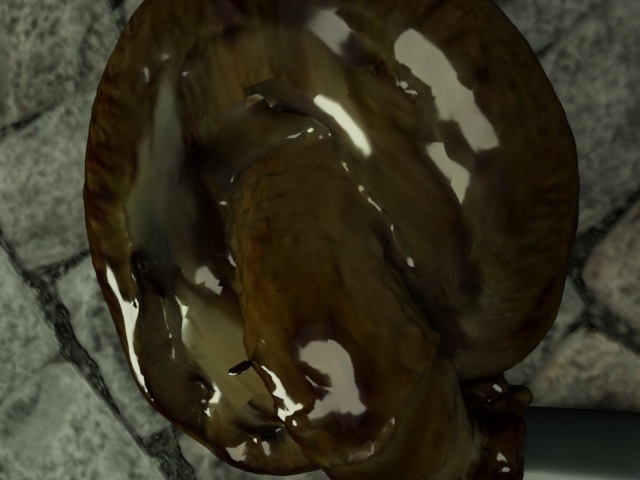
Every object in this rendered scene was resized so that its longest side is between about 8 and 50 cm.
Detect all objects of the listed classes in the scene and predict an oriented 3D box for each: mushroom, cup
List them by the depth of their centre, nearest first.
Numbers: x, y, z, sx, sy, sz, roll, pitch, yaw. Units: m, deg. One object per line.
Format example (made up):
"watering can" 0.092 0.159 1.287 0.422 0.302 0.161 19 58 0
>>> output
"mushroom" 0.007 0.007 0.434 0.263 0.195 0.283 -22 74 20
"cup" 0.145 0.144 0.480 0.077 0.078 0.100 4 92 16
